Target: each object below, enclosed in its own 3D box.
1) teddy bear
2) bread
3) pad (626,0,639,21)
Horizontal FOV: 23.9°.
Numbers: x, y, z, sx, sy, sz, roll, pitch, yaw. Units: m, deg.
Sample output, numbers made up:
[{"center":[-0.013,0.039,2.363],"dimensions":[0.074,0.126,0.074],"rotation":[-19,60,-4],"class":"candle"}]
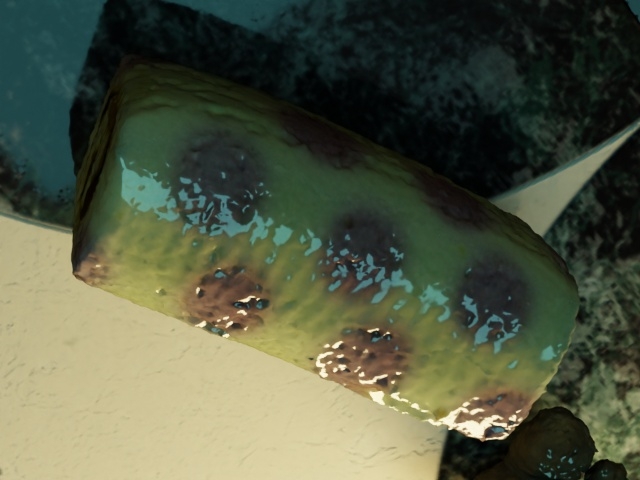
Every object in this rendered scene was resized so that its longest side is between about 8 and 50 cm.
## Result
[{"center":[0.178,0.246,1.165],"dimensions":[0.177,0.190,0.140],"rotation":[-34,146,-15],"class":"teddy bear"},{"center":[0.000,0.000,1.030],"dimensions":[0.338,0.187,0.155],"rotation":[22,110,-16],"class":"bread"},{"center":[0.331,-0.271,1.064],"dimensions":[0.315,0.063,0.375],"rotation":[-34,103,7],"class":"pad"}]
